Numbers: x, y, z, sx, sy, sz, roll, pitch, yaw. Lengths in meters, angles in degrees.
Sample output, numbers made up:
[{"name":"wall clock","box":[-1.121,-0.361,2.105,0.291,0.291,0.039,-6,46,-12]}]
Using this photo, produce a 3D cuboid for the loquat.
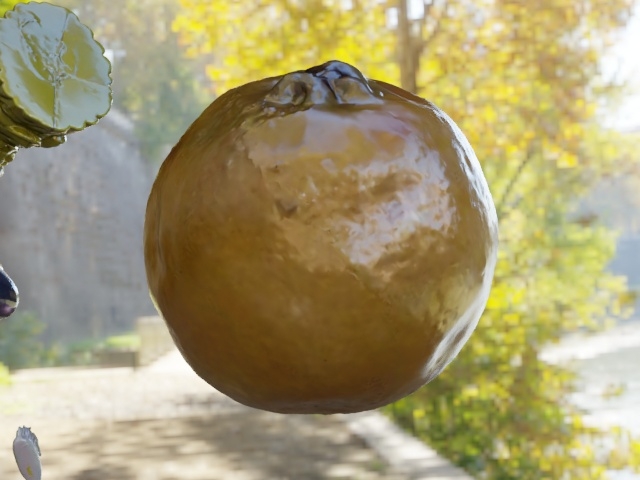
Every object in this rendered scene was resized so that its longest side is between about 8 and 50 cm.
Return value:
[{"name":"loquat","box":[0.000,0.000,1.298,0.328,0.329,0.328,-3,-2,0]}]

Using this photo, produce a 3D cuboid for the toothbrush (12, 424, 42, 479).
[{"name":"toothbrush","box":[-0.190,0.244,1.098,0.018,0.257,0.024,-12,30,1]}]

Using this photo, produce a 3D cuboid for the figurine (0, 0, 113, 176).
[{"name":"figurine","box":[-0.409,-0.136,1.849,0.168,0.187,0.315,-5,-25,-44]}]

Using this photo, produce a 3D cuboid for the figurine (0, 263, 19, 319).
[{"name":"figurine","box":[-0.385,0.031,1.442,0.145,0.145,0.222,-1,2,-38]}]
